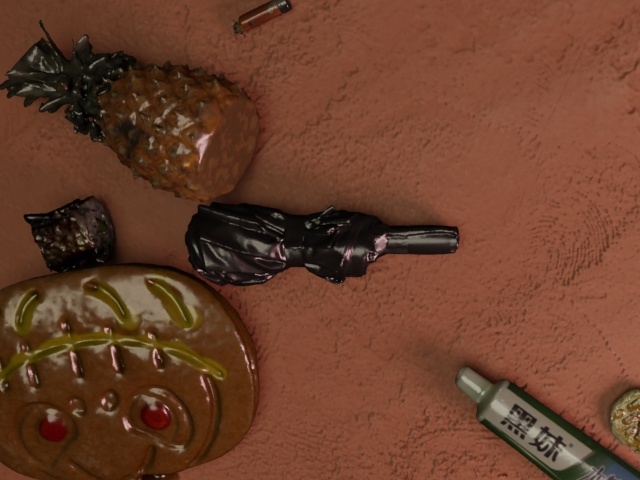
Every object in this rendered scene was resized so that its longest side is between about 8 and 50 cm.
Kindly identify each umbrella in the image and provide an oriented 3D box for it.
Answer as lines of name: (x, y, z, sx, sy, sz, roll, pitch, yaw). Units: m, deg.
umbrella: (0.000, 0.000, 1.359, 0.340, 0.118, 0.118, -2, 97, 9)

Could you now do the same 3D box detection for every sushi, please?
sushi: (-0.321, -0.013, 1.434, 0.084, 0.094, 0.098, -15, 110, 17)

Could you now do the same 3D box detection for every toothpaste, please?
toothpaste: (0.322, 0.279, 1.322, 0.392, 0.061, 0.099, 37, 102, 6)

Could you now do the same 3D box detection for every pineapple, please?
pineapple: (-0.251, -0.171, 1.379, 0.340, 0.169, 0.169, 23, 102, 19)

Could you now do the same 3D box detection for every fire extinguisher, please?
fire extinguisher: (-0.075, -0.278, 1.375, 0.083, 0.022, 0.028, -24, 121, 16)

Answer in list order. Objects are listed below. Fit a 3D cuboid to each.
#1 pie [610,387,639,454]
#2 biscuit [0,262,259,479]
pie: (0.388, 0.216, 1.318, 0.084, 0.020, 0.084, 2, 98, 14)
biscuit: (-0.272, 0.198, 1.425, 0.394, 0.070, 0.350, -15, 105, 9)
